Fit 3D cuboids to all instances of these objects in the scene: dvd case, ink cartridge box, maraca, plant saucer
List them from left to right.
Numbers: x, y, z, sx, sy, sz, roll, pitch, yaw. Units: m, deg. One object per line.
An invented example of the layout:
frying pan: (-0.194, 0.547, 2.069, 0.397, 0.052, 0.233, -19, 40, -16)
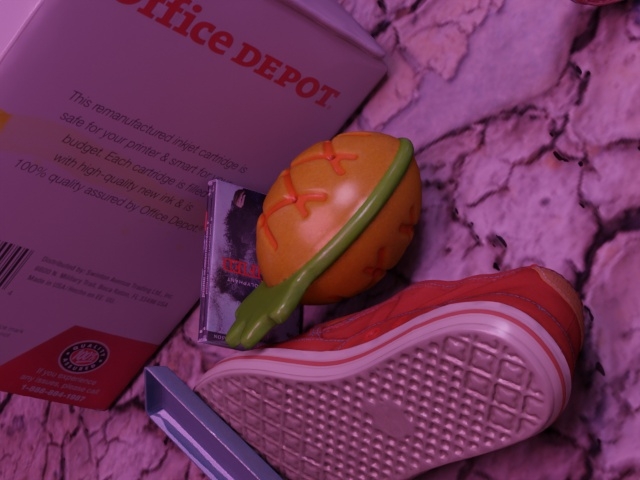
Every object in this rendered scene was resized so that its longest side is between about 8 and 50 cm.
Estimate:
ink cartridge box: (-0.180, -0.076, 0.952, 0.385, 0.279, 0.160, -49, 49, 17)
plant saucer: (-0.054, 0.161, 0.883, 0.192, 0.018, 0.067, 40, 148, 22)
dvd case: (-0.049, 0.022, 0.932, 0.013, 0.087, 0.119, -14, 67, 47)
maraca: (0.000, 0.000, 0.873, 0.186, 0.099, 0.127, -51, 9, -14)

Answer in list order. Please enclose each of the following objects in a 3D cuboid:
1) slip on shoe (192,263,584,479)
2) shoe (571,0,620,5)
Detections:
slip on shoe: (0.037, 0.094, 0.836, 0.331, 0.101, 0.123, -24, 103, 45)
shoe: (0.230, -0.177, 0.773, 0.178, 0.063, 0.081, -29, 54, 26)
